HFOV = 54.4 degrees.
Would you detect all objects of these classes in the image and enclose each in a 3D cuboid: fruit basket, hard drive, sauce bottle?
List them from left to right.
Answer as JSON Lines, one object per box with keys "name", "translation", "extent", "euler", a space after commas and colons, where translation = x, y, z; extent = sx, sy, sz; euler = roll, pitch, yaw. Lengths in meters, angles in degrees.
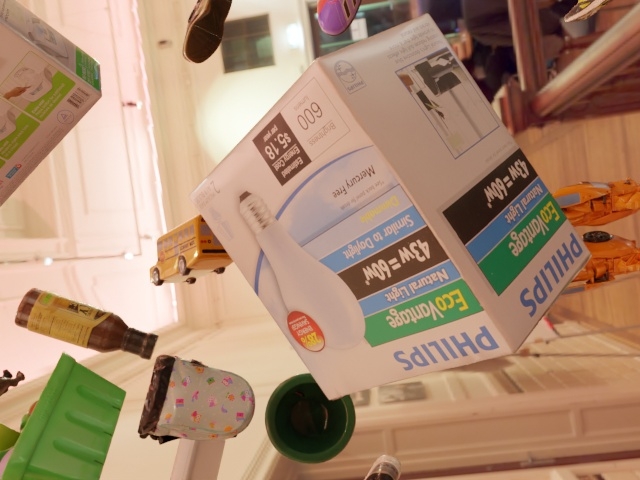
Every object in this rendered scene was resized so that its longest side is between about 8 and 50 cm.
{"name": "fruit basket", "translation": [-0.625, 0.422, 1.266], "extent": [0.392, 0.392, 0.283], "euler": [-83, 16, -68]}
{"name": "sauce bottle", "translation": [-0.591, 0.222, 1.598], "extent": [0.111, 0.344, 0.111], "euler": [-160, 90, -80]}
{"name": "hard drive", "translation": [-0.281, 0.572, 1.316], "extent": [0.233, 0.047, 0.353], "euler": [82, -165, -58]}

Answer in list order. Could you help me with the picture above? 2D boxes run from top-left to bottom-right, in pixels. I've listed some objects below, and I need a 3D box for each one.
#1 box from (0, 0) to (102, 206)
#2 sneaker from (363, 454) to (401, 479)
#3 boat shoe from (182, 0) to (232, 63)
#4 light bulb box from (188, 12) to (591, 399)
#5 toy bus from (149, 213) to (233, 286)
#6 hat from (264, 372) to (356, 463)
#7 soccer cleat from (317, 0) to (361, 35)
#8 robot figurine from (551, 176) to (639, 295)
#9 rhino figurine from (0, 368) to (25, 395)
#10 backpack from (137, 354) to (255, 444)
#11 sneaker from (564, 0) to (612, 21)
{"name": "box", "translation": [-0.491, -0.211, 0.893], "extent": [0.231, 0.262, 0.126], "euler": [36, -161, -39]}
{"name": "sneaker", "translation": [0.081, 0.448, 1.056], "extent": [0.170, 0.063, 0.075], "euler": [-62, -10, 12]}
{"name": "boat shoe", "translation": [-0.275, -0.511, 1.479], "extent": [0.080, 0.073, 0.223], "euler": [29, -109, -36]}
{"name": "light bulb box", "translation": [0.072, -0.021, 0.813], "extent": [0.225, 0.358, 0.361], "euler": [-36, -89, -39]}
{"name": "toy bus", "translation": [-0.324, 0.032, 1.550], "extent": [0.333, 0.108, 0.130], "euler": [-19, 75, 54]}
{"name": "hat", "translation": [-0.026, 0.366, 1.301], "extent": [0.183, 0.208, 0.173], "euler": [139, 141, -72]}
{"name": "soccer cleat", "translation": [0.050, -0.609, 1.358], "extent": [0.116, 0.109, 0.318], "euler": [-40, -28, -62]}
{"name": "robot figurine", "translation": [0.350, 0.003, 0.965], "extent": [0.085, 0.291, 0.211], "euler": [-94, -8, -69]}
{"name": "rhino figurine", "translation": [-0.861, 0.296, 1.542], "extent": [0.243, 0.073, 0.106], "euler": [47, -146, -7]}
{"name": "backpack", "translation": [-0.203, 0.277, 1.055], "extent": [0.115, 0.182, 0.152], "euler": [130, 153, -66]}
{"name": "sneaker", "translation": [0.388, -0.346, 0.901], "extent": [0.083, 0.031, 0.035], "euler": [-25, 82, 55]}
